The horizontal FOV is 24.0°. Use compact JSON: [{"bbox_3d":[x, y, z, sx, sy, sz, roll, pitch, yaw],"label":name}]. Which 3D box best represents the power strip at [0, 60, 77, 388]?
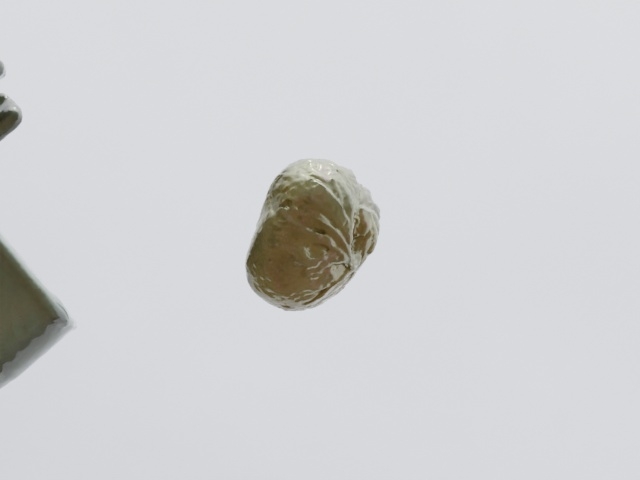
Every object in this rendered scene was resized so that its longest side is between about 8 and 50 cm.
[{"bbox_3d":[-0.212,-0.032,0.771,0.141,0.261,0.229,-40,-87,-8],"label":"power strip"}]

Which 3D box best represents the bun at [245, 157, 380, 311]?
[{"bbox_3d":[0.000,0.000,1.045,0.069,0.115,0.115,24,-63,26],"label":"bun"}]
